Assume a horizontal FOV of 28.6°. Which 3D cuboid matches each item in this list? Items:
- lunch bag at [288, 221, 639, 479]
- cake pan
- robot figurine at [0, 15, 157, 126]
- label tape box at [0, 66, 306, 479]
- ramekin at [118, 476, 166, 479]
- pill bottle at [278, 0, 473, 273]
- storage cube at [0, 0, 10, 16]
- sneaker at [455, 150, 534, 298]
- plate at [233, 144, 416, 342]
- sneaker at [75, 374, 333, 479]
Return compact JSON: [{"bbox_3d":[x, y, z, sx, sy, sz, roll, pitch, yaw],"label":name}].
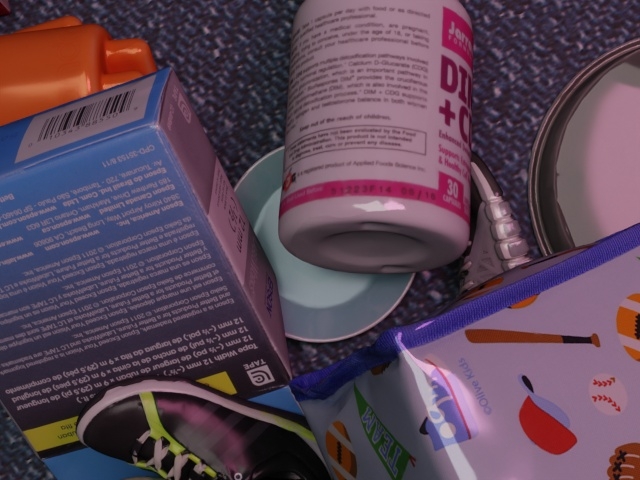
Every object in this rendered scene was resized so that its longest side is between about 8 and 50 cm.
[{"bbox_3d":[0.220,0.166,0.945,0.385,0.239,0.328,-23,86,-28],"label":"lunch bag"},{"bbox_3d":[0.333,-0.050,1.114,0.293,0.054,0.293,-1,85,6],"label":"cake pan"},{"bbox_3d":[-0.258,-0.129,1.152,0.219,0.128,0.158,-7,90,5],"label":"robot figurine"},{"bbox_3d":[-0.176,0.052,1.097,0.249,0.115,0.348,-18,124,11],"label":"label tape box"},{"bbox_3d":[-0.071,0.329,1.006,0.303,0.303,0.148,26,96,8],"label":"ramekin"},{"bbox_3d":[0.051,-0.126,1.082,0.160,0.160,0.283,1,72,6],"label":"pill bottle"},{"bbox_3d":[-0.415,-0.293,1.144,0.193,0.215,0.184,-13,83,-1],"label":"storage cube"},{"bbox_3d":[0.127,0.042,1.114,0.132,0.086,0.229,-24,83,6],"label":"sneaker"},{"bbox_3d":[0.000,0.000,1.161,0.188,0.024,0.188,-1,85,7],"label":"plate"},{"bbox_3d":[-0.090,0.183,1.061,0.234,0.097,0.084,11,127,-13],"label":"sneaker"}]
